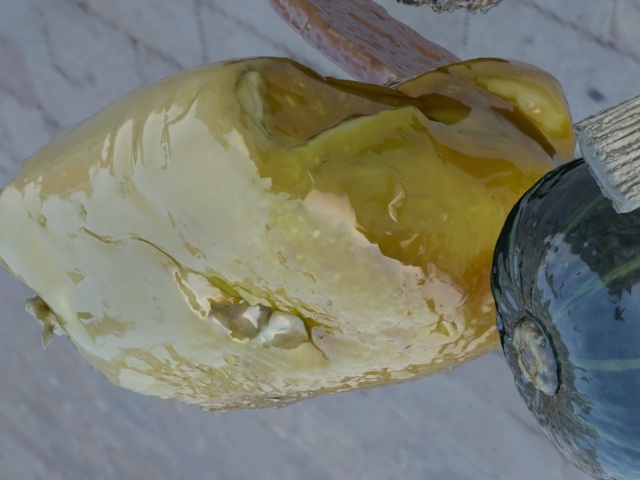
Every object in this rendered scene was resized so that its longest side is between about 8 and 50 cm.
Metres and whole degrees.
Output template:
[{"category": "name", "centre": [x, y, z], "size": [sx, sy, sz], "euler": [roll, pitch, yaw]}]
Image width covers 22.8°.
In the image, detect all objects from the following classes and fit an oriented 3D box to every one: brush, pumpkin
[{"category": "brush", "centre": [0.180, -0.064, 0.609], "size": [0.043, 0.170, 0.014], "euler": [64, -179, 19]}, {"category": "pumpkin", "centre": [0.151, 0.036, 0.758], "size": [0.167, 0.125, 0.167], "euler": [63, 174, 11]}]

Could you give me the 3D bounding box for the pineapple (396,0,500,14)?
[{"category": "pineapple", "centre": [0.027, -0.266, 1.272], "size": [0.169, 0.340, 0.169], "euler": [4, 96, 51]}]

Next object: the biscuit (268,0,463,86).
[{"category": "biscuit", "centre": [0.046, -0.200, 1.639], "size": [0.284, 0.043, 0.306], "euler": [28, -162, -14]}]

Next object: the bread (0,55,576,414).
[{"category": "bread", "centre": [0.000, 0.000, 1.187], "size": [0.394, 0.361, 0.250], "euler": [-12, 85, 50]}]
